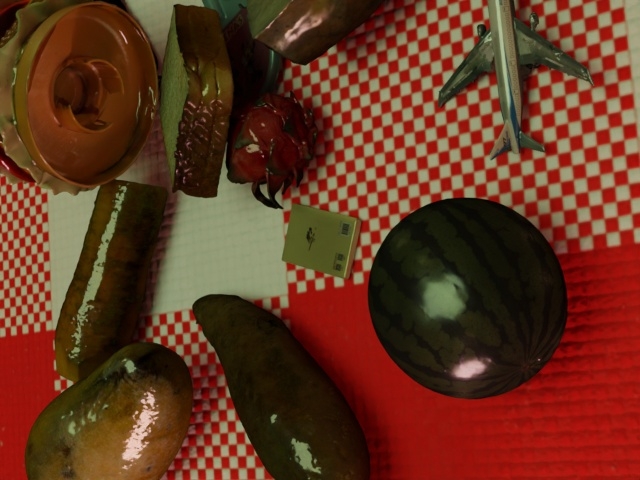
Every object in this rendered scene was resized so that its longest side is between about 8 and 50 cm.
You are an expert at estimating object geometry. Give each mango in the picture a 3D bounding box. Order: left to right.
[{"bbox_3d":[-0.280,0.254,1.609,0.175,0.176,0.329,47,112,19],"label":"mango"}]

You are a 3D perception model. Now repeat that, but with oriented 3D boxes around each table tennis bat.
[{"bbox_3d":[-0.125,-0.285,1.611,0.153,0.040,0.244,-38,66,38],"label":"table tennis bat"}]

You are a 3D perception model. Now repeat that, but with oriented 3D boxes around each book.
[{"bbox_3d":[0.000,0.000,1.492,0.111,0.014,0.077,15,95,40],"label":"book"}]

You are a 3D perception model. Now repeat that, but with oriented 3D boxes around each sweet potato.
[{"bbox_3d":[-0.059,0.179,1.467,0.423,0.130,0.131,49,117,40],"label":"sweet potato"}]

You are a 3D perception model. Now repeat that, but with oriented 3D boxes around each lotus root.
[{"bbox_3d":[0.027,-0.379,1.419,0.260,0.149,0.267,-39,45,27],"label":"lotus root"}]

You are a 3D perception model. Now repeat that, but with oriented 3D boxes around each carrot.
[{"bbox_3d":[-0.300,0.055,1.683,0.114,0.114,0.302,22,99,39],"label":"carrot"}]

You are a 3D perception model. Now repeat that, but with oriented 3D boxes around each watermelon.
[{"bbox_3d":[0.151,0.058,1.233,0.212,0.212,0.212,-4,84,40],"label":"watermelon"}]

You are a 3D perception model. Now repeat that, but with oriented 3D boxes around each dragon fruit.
[{"bbox_3d":[-0.064,-0.122,1.499,0.121,0.130,0.142,33,110,2],"label":"dragon fruit"}]

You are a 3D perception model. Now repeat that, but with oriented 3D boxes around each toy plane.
[{"bbox_3d":[0.205,-0.199,1.301,0.226,0.058,0.226,-2,88,51],"label":"toy plane"}]

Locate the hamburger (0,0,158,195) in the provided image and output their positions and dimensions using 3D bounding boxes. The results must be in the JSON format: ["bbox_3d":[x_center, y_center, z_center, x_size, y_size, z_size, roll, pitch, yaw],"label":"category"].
[{"bbox_3d":[-0.371,-0.202,1.590,0.212,0.274,0.275,12,94,36],"label":"hamburger"}]

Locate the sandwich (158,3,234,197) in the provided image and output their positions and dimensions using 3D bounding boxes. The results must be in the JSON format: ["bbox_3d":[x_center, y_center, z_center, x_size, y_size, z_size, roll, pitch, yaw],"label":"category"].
[{"bbox_3d":[-0.164,-0.186,1.530,0.215,0.065,0.186,-108,26,-51],"label":"sandwich"}]

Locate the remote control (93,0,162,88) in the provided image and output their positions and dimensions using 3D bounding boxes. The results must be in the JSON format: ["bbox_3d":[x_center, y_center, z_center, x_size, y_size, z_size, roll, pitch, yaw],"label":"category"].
[{"bbox_3d":[-0.366,-0.341,1.801,0.144,0.062,0.399,-49,59,26],"label":"remote control"}]
